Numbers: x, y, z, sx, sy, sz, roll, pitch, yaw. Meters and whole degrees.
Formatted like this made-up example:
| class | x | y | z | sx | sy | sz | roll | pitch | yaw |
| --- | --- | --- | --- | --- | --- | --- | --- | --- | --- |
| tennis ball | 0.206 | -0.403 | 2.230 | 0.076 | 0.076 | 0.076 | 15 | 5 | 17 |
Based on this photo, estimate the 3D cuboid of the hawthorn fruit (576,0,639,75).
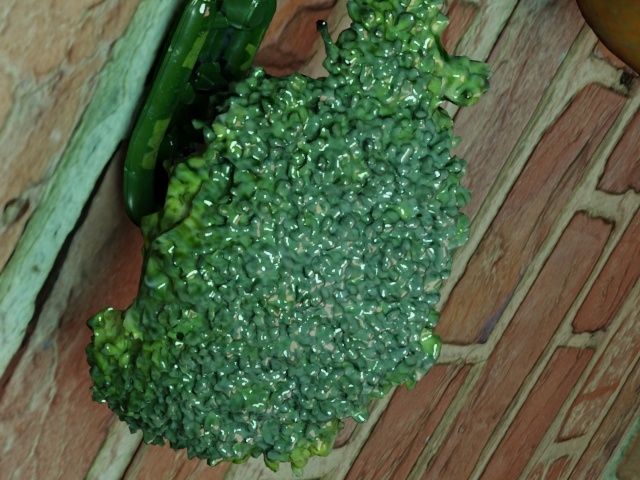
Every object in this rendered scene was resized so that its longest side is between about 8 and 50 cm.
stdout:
| class | x | y | z | sx | sy | sz | roll | pitch | yaw |
| --- | --- | --- | --- | --- | --- | --- | --- | --- | --- |
| hawthorn fruit | 0.402 | -0.287 | 1.644 | 0.276 | 0.276 | 0.307 | -42 | -172 | -29 |

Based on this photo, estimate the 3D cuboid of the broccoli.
| class | x | y | z | sx | sy | sz | roll | pitch | yaw |
| --- | --- | --- | --- | --- | --- | --- | --- | --- | --- |
| broccoli | -0.029 | 0.019 | 1.311 | 0.353 | 0.275 | 0.397 | -34 | -177 | -16 |

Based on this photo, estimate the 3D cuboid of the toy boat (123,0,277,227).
| class | x | y | z | sx | sy | sz | roll | pitch | yaw |
| --- | --- | --- | --- | --- | --- | --- | --- | --- | --- |
| toy boat | -0.094 | -0.101 | 1.255 | 0.104 | 0.052 | 0.210 | -19 | 138 | -58 |
